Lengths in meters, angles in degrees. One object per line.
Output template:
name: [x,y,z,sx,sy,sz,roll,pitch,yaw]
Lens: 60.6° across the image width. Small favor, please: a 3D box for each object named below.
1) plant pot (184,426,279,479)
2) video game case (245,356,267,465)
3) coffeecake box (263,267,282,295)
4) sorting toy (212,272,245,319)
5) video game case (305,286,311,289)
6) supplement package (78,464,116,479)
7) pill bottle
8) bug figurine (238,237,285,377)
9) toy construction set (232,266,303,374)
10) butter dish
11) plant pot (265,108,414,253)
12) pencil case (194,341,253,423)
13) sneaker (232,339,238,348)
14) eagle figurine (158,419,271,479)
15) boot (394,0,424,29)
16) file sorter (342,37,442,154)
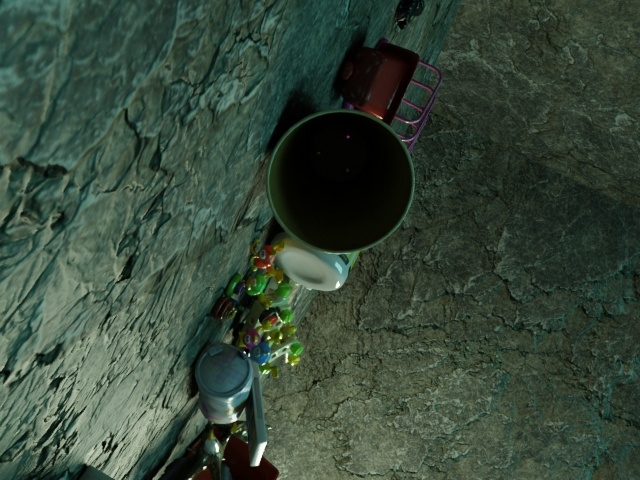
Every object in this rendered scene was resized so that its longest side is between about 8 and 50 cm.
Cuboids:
plant pot: [-0.320,0.759,1.674,0.236,0.267,0.267,-52,175,5]
video game case: [-0.155,0.401,1.277,0.212,0.023,0.193,108,-24,-54]
coffeecake box: [-0.084,0.089,1.535,0.185,0.068,0.142,-64,173,7]
sorting toy: [-0.169,0.117,1.068,0.102,0.042,0.061,-60,173,-24]
video game case: [-0.018,0.026,1.641,0.201,0.023,0.183,-64,-157,8]
supplement package: [-0.337,0.469,0.759,0.244,0.134,0.139,-59,173,-36]
pill bottle: [0.034,-0.064,1.281,0.334,0.188,0.188,-61,174,-29]
bug figurine: [-0.125,0.140,1.123,0.216,0.072,0.279,132,-38,-67]
toy construction set: [-0.107,0.189,1.358,0.215,0.151,0.328,-9,119,-46]
butter dish: [0.093,-0.320,1.087,0.160,0.118,0.160,49,-58,51]
plant pot: [0.035,-0.132,0.986,0.254,0.237,0.237,-84,-162,-70]
pencil case: [-0.217,0.320,1.208,0.113,0.124,0.273,-38,162,-27]
sneaker: [-0.206,0.333,1.472,0.051,0.089,0.170,-57,172,-43]
eagle figurine: [-0.274,0.549,1.325,0.298,0.226,0.225,-79,148,-52]
boot: [0.220,-0.566,1.356,0.099,0.045,0.121,-64,167,-9]
file sorter: [0.164,-0.303,1.378,0.202,0.182,0.291,-59,173,-26]
